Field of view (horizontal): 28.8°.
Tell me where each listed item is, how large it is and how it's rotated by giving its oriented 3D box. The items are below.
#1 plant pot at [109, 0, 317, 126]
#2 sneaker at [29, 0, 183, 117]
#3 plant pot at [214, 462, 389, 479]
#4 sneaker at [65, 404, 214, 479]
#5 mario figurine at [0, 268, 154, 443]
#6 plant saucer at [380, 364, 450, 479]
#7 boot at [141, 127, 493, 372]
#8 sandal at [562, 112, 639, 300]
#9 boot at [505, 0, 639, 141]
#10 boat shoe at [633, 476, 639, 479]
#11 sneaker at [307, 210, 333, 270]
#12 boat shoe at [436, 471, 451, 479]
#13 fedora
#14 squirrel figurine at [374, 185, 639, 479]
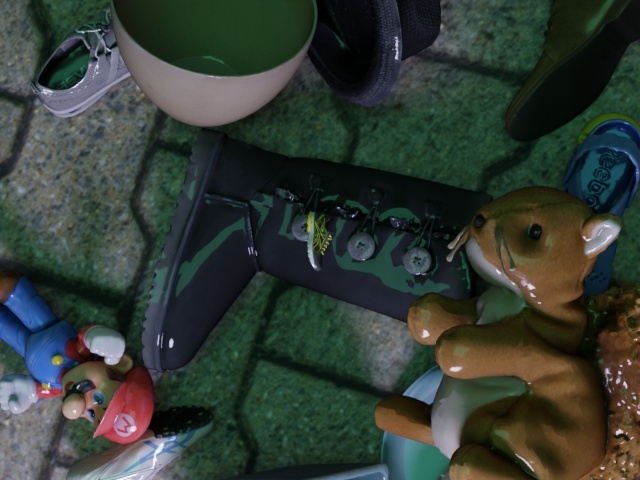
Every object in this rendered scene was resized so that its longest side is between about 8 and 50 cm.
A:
[{"bbox_3d":[-0.159,-0.272,1.768,0.284,0.191,0.284,6,53,-8],"label":"plant pot"},{"bbox_3d":[-0.311,-0.289,1.849,0.281,0.115,0.105,-44,82,4],"label":"sneaker"},{"bbox_3d":[-0.072,0.430,1.717,0.252,0.247,0.247,0,87,31],"label":"plant pot"},{"bbox_3d":[-0.257,0.319,1.834,0.237,0.085,0.086,-29,113,1],"label":"sneaker"},{"bbox_3d":[-0.381,0.182,1.797,0.320,0.198,0.170,35,68,15],"label":"mario figurine"},{"bbox_3d":[0.245,0.315,1.766,0.318,0.044,0.317,0,87,8],"label":"plant saucer"},{"bbox_3d":[-0.002,0.063,1.780,0.445,0.146,0.367,15,91,5],"label":"boot"},{"bbox_3d":[0.366,-0.030,1.720,0.126,0.138,0.317,15,91,7],"label":"sandal"},{"bbox_3d":[0.357,-0.275,1.770,0.305,0.112,0.115,-50,51,8],"label":"boot"},{"bbox_3d":[0.551,0.250,1.680,0.342,0.123,0.123,-33,83,6],"label":"boat shoe"},{"bbox_3d":[0.000,0.000,1.696,0.035,0.031,0.083,-4,81,5],"label":"sneaker"},{"bbox_3d":[0.191,0.348,1.723,0.184,0.066,0.063,-24,62,14],"label":"boat shoe"},{"bbox_3d":[0.071,-0.364,1.750,0.153,0.334,0.334,-20,83,-23],"label":"fedora"},{"bbox_3d":[0.308,0.125,1.607,0.397,0.281,0.370,13,93,-14],"label":"squirrel figurine"}]
